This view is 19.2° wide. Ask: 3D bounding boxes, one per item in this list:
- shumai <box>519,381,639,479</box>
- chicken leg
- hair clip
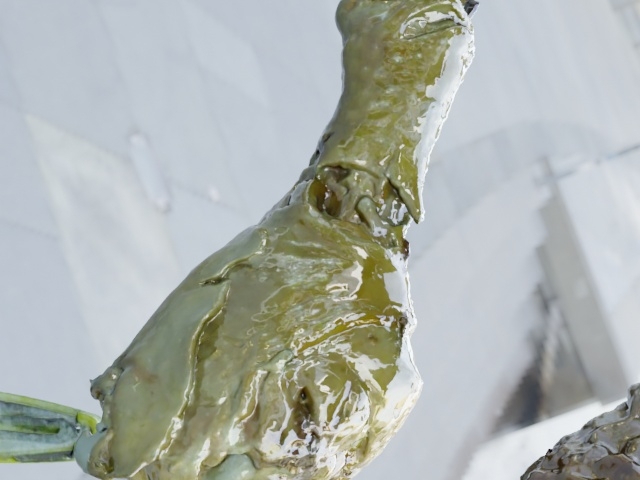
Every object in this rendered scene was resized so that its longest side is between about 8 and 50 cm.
[{"bbox_3d":[0.279,0.170,1.127,0.217,0.346,0.283,119,-7,-50],"label":"shumai"},{"bbox_3d":[0.000,0.000,1.274,0.153,0.201,0.429,60,51,-74],"label":"chicken leg"},{"bbox_3d":[-0.247,0.134,1.387,0.033,0.188,0.060,82,14,-80],"label":"hair clip"}]
